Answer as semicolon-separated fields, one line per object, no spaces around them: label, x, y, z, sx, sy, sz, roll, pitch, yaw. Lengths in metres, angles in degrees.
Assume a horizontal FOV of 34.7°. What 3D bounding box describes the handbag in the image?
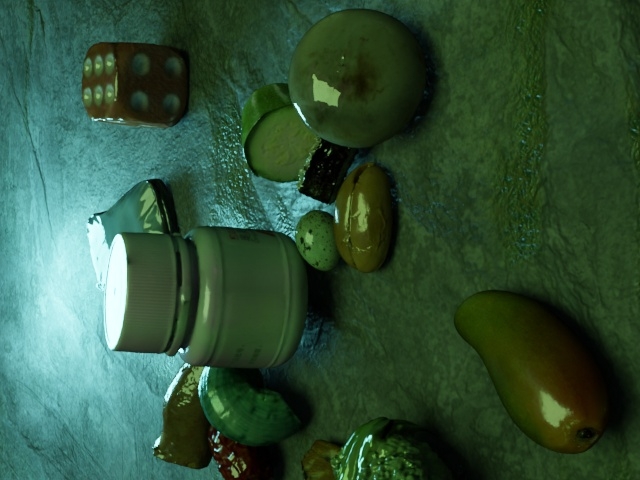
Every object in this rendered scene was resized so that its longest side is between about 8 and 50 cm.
handbag;-0.437;-0.007;2.332;0.332;0.075;0.192;-26;76;44

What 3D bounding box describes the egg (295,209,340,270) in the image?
egg;0.000;0.000;1.806;0.085;0.085;0.110;-29;82;46

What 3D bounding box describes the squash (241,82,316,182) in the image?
squash;-0.068;-0.197;1.825;0.170;0.170;0.123;-62;37;31

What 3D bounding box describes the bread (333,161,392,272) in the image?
bread;0.069;-0.037;1.733;0.114;0.077;0.189;12;104;53

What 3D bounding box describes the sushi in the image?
sushi;0.013;-0.135;1.763;0.078;0.090;0.150;27;123;5

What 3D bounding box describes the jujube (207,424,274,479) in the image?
jujube;-0.155;0.411;1.993;0.176;0.109;0.112;54;136;47

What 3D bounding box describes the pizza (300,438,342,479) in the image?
pizza;0.025;0.434;1.762;0.246;0.127;0.058;-124;20;-58

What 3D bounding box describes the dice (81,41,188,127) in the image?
dice;-0.397;-0.328;2.180;0.175;0.179;0.174;8;99;47

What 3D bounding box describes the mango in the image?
mango;0.298;0.171;1.433;0.289;0.129;0.146;60;142;34

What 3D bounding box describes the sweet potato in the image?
sweet potato;-0.248;0.301;2.086;0.131;0.131;0.337;34;116;43

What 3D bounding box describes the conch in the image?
conch;-0.151;0.305;1.935;0.196;0.134;0.202;54;171;-22

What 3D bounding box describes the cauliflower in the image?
cauliflower;0.084;0.419;1.600;0.315;0.239;0.256;-44;44;-11

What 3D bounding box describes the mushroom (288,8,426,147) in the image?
mushroom;0.061;-0.259;1.658;0.226;0.178;0.226;-4;75;16

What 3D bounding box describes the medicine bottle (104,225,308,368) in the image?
medicine bottle;-0.209;0.099;1.836;0.256;0.324;0.256;-176;90;-70
